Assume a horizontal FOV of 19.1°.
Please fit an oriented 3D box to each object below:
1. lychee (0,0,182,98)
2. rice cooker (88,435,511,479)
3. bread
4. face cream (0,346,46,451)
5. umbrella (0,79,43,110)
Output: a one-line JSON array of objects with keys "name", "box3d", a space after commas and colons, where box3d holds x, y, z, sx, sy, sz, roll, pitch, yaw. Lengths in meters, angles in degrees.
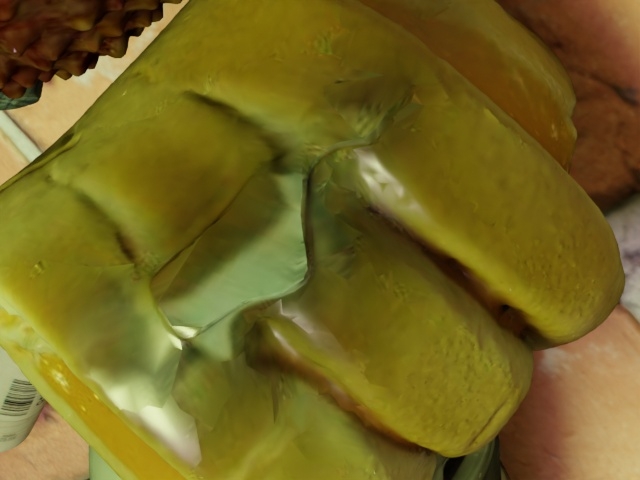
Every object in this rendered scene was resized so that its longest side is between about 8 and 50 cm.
[{"name": "lychee", "box3d": [-0.177, -0.234, 1.019, 0.306, 0.306, 0.330, 36, 160, 8]}, {"name": "rice cooker", "box3d": [-0.006, 0.193, 1.292, 0.288, 0.288, 0.277, 18, 137, 28]}, {"name": "bread", "box3d": [0.000, 0.000, 1.038, 0.300, 0.341, 0.210, 49, 179, 2]}, {"name": "face cream", "box3d": [-0.241, 0.082, 1.537, 0.082, 0.082, 0.269, 40, 143, 4]}, {"name": "umbrella", "box3d": [-0.205, -0.177, 1.278, 0.224, 0.080, 0.071, -55, 49, 49]}]
